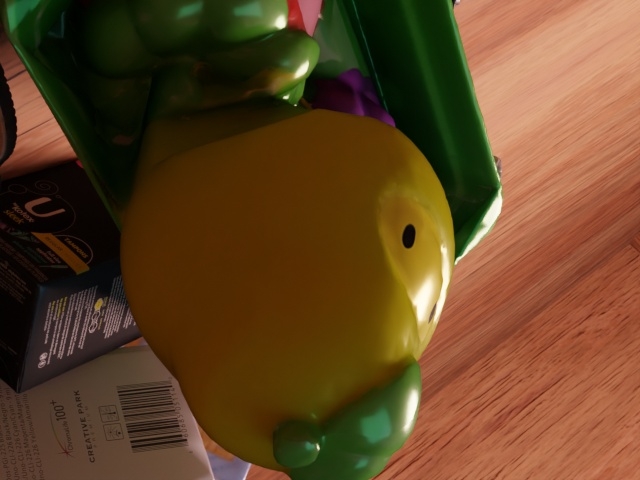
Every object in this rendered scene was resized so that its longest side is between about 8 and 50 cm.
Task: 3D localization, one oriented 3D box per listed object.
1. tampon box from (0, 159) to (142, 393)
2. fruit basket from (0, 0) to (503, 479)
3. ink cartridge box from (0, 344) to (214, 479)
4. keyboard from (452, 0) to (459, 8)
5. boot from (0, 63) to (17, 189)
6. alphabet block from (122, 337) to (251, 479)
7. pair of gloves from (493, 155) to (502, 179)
[{"bbox_3d":[-0.201,0.020,1.014,0.161,0.120,0.101,-24,141,-49],"label":"tampon box"},{"bbox_3d":[-0.014,-0.045,0.740,0.283,0.392,0.392,-38,163,-15],"label":"fruit basket"},{"bbox_3d":[-0.268,0.226,1.079,0.272,0.130,0.309,-4,146,-26],"label":"ink cartridge box"},{"bbox_3d":[0.089,-0.248,0.994,0.023,0.180,0.108,6,145,-12],"label":"keyboard"},{"bbox_3d":[-0.267,-0.051,0.814,0.137,0.077,0.198,-27,157,-29],"label":"boot"},{"bbox_3d":[-0.159,0.182,1.324,0.197,0.192,0.193,-61,-176,48],"label":"alphabet block"},{"bbox_3d":[0.000,0.000,0.977,0.240,0.204,0.042,-59,148,1],"label":"pair of gloves"}]
